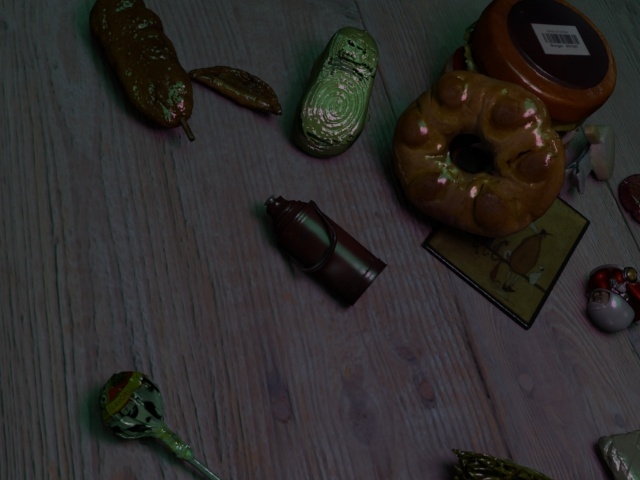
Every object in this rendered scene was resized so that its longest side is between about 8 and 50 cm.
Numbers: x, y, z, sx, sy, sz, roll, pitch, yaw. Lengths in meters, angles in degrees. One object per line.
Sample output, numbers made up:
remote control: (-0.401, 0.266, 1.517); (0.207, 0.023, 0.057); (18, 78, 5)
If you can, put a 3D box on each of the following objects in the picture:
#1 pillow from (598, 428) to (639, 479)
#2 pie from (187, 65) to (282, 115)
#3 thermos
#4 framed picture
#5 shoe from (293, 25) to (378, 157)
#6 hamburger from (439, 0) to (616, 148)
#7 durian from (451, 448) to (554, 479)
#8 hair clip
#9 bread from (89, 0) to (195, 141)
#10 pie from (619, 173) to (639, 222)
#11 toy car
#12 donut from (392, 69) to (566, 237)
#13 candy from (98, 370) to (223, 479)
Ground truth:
pillow: (0.647, 0.449, 1.450); (0.280, 0.076, 0.274); (-8, 62, -21)
pie: (-0.152, -0.291, 1.579); (0.191, 0.033, 0.088); (24, 47, -1)
thermos: (-0.002, 0.003, 1.432); (0.232, 0.099, 0.124); (40, 17, 6)
framed picture: (0.378, -0.014, 1.649); (0.255, 0.014, 0.339); (40, 54, 3)
shoe: (0.038, -0.278, 1.598); (0.140, 0.128, 0.262); (18, 84, -2)
hamburger: (0.417, -0.328, 1.710); (0.329, 0.250, 0.330); (11, 58, -17)
durian: (0.366, 0.456, 1.262); (0.394, 0.198, 0.163); (28, 88, -2)
hair clip: (0.578, -0.185, 1.777); (0.071, 0.159, 0.218); (11, 43, 38)
bread: (-0.309, -0.309, 1.493); (0.124, 0.084, 0.344); (-28, 73, -10)
pie: (0.725, -0.090, 1.829); (0.153, 0.038, 0.154); (12, 55, -18)
toy car: (0.573, 0.125, 1.603); (0.139, 0.112, 0.112); (41, 68, -7)
donut: (0.291, -0.155, 1.532); (0.317, 0.299, 0.150); (64, 21, 8)
candy: (-0.189, 0.301, 1.193); (0.305, 0.083, 0.091); (41, 36, -6)
